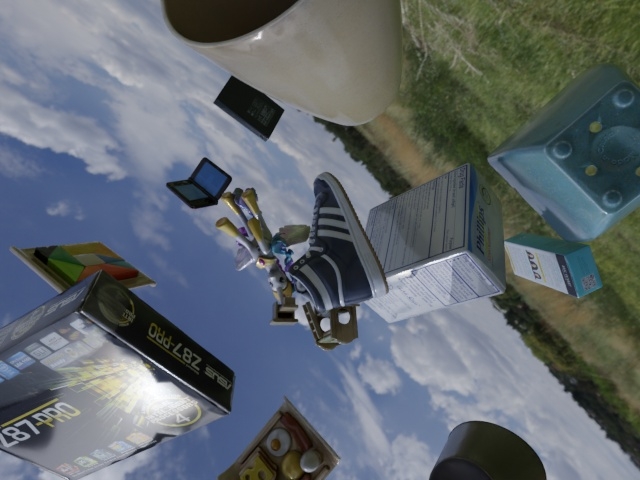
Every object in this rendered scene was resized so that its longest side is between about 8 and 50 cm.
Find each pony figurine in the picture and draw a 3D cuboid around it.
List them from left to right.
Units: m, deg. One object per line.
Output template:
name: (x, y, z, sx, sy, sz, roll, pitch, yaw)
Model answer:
pony figurine: (-0.195, 0.003, 1.411, 0.351, 0.303, 0.363, -104, -12, -58)

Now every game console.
game console: (-0.343, -0.164, 1.207, 0.144, 0.085, 0.124, 37, -145, 29)

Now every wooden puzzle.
wooden puzzle: (-0.532, 0.055, 0.984, 0.221, 0.044, 0.239, 29, -167, 23)

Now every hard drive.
hard drive: (-0.152, -0.291, 0.929, 0.135, 0.022, 0.094, 35, -119, -22)

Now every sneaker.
sneaker: (0.000, 0.000, 0.791, 0.099, 0.153, 0.282, 73, 174, -59)

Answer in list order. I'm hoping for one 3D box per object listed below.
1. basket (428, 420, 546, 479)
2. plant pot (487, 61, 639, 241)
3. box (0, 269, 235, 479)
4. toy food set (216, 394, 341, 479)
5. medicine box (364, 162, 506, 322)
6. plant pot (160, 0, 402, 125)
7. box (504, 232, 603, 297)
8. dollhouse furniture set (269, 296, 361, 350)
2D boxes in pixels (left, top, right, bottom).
basket: (0.307, 0.456, 0.827, 0.204, 0.154, 0.227, 15, 180, 36)
plant pot: (0.473, -0.146, 0.739, 0.247, 0.248, 0.252, 48, -161, 7)
box: (-0.396, 0.250, 0.722, 0.318, 0.395, 0.097, 54, -162, -31)
toy food set: (-0.116, 0.607, 1.144, 0.220, 0.306, 0.092, 40, -179, 24)
medicine box: (0.239, 0.011, 0.957, 0.149, 0.289, 0.263, 43, -136, -26)
plant pot: (-0.003, -0.265, 0.536, 0.256, 0.256, 0.274, 52, -169, 31)
box: (0.526, 0.048, 0.994, 0.244, 0.060, 0.100, -129, 16, -80)
dollhouse furniture set: (-0.007, 0.162, 0.871, 0.161, 0.182, 0.101, 4, -112, -17)
